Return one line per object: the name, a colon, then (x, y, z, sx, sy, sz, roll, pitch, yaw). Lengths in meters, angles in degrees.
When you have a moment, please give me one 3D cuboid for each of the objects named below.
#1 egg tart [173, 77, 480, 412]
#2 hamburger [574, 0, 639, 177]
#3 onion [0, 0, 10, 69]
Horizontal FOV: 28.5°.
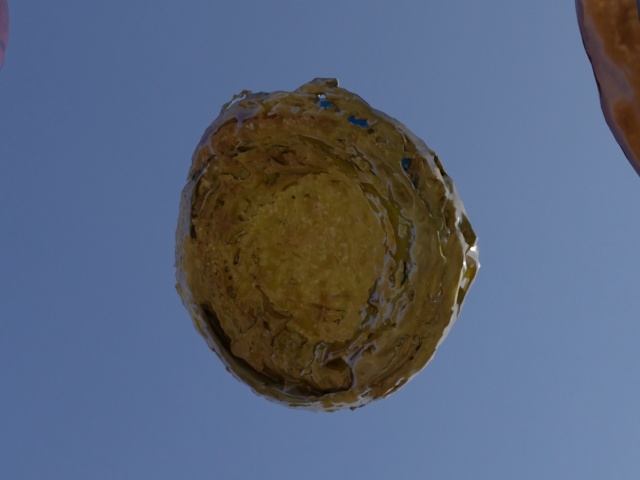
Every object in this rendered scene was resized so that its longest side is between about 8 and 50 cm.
egg tart: (0.000, 0.000, 1.057, 0.291, 0.107, 0.290, 7, -74, 25)
hamburger: (0.276, -0.109, 0.425, 0.330, 0.250, 0.330, 27, -49, 34)
onion: (-0.336, -0.196, 0.926, 0.246, 0.246, 0.190, 49, -115, -18)
